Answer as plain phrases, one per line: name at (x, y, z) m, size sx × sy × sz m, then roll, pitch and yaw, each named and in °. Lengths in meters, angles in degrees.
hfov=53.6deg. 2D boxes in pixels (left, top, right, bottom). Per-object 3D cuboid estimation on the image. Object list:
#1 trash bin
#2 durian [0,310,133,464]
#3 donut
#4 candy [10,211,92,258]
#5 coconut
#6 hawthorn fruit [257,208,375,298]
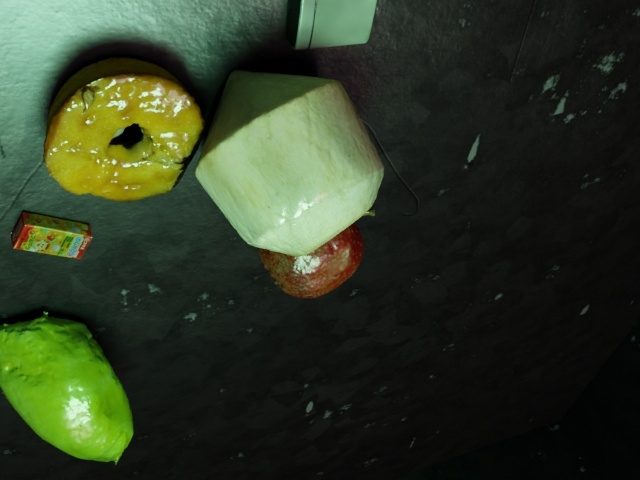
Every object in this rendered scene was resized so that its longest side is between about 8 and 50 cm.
trash bin at (0.017, -0.366, 1.009) m, size 0.130 × 0.059 × 0.116 m, roll -11°, pitch 141°, yaw -21°
durian at (-0.511, 0.307, 1.305) m, size 0.204 × 0.339 × 0.255 m, roll -41°, pitch 168°, yaw -14°
donut at (-0.308, -0.168, 0.995) m, size 0.254 × 0.118 × 0.253 m, roll -17°, pitch 139°, yaw -16°
candy at (-0.480, -0.008, 1.132) m, size 0.122 × 0.038 × 0.062 m, roll 14°, pitch 126°, yaw -40°
coconut at (-0.059, -0.143, 1.050) m, size 0.329 × 0.328 × 0.328 m, roll -16°, pitch 140°, yaw -14°
hawthorn fruit at (0.000, 0.000, 1.305) m, size 0.253 × 0.205 × 0.205 m, roll -36°, pitch 141°, yaw -1°
